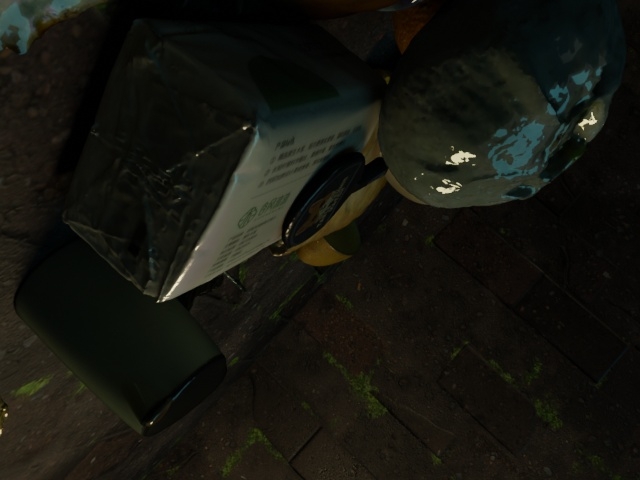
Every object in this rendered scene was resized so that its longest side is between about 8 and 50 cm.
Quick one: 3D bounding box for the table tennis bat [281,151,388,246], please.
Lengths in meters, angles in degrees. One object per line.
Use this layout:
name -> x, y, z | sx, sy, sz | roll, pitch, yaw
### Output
table tennis bat -> 0.026, -0.068, 0.774 | 0.236, 0.027, 0.150 | -34, 161, -48

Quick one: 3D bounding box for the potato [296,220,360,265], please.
potato -> 0.000, 0.000, 1.606 | 0.158, 0.178, 0.203 | -36, -160, 27

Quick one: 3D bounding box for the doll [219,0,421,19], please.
doll -> 0.063, -0.345, 0.585 | 0.318, 0.209, 0.339 | -11, -161, 47

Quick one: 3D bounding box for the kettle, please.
kettle -> -0.249, 0.127, 0.800 | 0.165, 0.255, 0.240 | -53, 169, 12

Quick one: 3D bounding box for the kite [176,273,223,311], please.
kite -> -0.230, 0.093, 1.030 | 0.314, 0.011, 0.335 | -29, -141, 56

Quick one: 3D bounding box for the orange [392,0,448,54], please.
orange -> 0.240, -0.380, 0.938 | 0.264, 0.264, 0.264 | -45, 169, -12

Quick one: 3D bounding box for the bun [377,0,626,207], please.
bun -> 0.250, -0.189, 0.751 | 0.362, 0.211, 0.362 | -29, 142, -25

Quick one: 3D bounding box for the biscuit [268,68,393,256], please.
biscuit -> 0.079, -0.190, 1.312 | 0.446, 0.104, 0.429 | -25, 146, -60

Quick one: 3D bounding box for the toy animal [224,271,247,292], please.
toy animal -> -0.187, 0.038, 1.184 | 0.070, 0.079, 0.253 | -19, 157, -21

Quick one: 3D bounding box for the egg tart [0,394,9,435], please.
egg tart -> -0.493, 0.252, 0.642 | 0.288, 0.118, 0.288 | -45, 169, -11

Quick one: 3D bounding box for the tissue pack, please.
tissue pack -> -0.093, -0.117, 0.702 | 0.266, 0.194, 0.356 | -55, 168, 30

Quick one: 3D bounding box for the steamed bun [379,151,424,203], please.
steamed bun -> 0.281, -0.232, 1.270 | 0.324, 0.206, 0.324 | -53, 159, -31

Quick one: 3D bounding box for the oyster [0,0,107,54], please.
oyster -> -0.174, -0.222, 0.326 | 0.259, 0.092, 0.198 | -44, 173, 36
